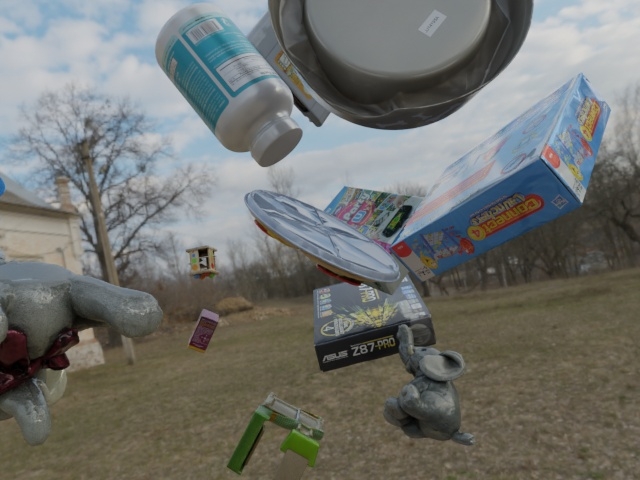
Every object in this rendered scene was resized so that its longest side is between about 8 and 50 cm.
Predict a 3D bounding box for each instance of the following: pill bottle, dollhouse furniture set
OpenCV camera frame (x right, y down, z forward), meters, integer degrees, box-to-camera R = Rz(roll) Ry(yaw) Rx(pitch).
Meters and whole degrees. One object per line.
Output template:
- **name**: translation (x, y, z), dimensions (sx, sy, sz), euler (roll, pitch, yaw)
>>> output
- **pill bottle**: translation (-0.145, -0.250, 0.803), dimensions (0.146, 0.264, 0.146), euler (-37, -9, -7)
- **dollhouse furniture set**: translation (-0.108, 0.551, 1.329), dimensions (0.197, 0.151, 0.301), euler (26, -6, 4)

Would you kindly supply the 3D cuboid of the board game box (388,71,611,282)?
- **board game box**: translation (0.297, -0.100, 0.808), dimensions (0.308, 0.086, 0.302), euler (-37, 9, 50)

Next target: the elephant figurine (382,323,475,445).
- **elephant figurine**: translation (0.248, 0.308, 1.077), dimensions (0.169, 0.186, 0.239), euler (-41, 10, 50)

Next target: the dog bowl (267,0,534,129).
- **dog bowl**: translation (0.104, -0.314, 0.678), dimensions (0.348, 0.349, 0.102), euler (-13, -14, 0)

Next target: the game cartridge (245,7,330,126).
- **game cartridge**: translation (-0.045, -0.471, 1.262), dimensions (0.297, 0.198, 0.062), euler (42, -13, -33)

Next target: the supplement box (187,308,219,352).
- **supplement box**: translation (-0.275, 0.212, 1.133), dimensions (0.043, 0.083, 0.055), euler (24, 5, -13)

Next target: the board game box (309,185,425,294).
- **board game box**: translation (0.115, -0.015, 1.220), dimensions (0.303, 0.098, 0.224), euler (16, 61, 51)

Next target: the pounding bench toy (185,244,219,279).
- **pounding bench toy**: translation (-0.252, 0.053, 1.064), dimensions (0.052, 0.065, 0.083), euler (-11, -12, 9)

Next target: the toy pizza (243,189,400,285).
- **toy pizza**: translation (0.000, 0.000, 0.560), dimensions (0.201, 0.032, 0.201), euler (26, 14, -7)

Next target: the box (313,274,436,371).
- **box**: translation (0.139, 0.219, 1.431), dimensions (0.317, 0.097, 0.395), euler (-12, 15, 3)

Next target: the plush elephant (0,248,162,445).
- **plush elephant**: translation (-0.448, 0.173, 0.710), dimensions (0.329, 0.256, 0.271), euler (18, 12, 34)

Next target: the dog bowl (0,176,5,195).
- **dog bowl**: translation (-0.838, -0.092, 1.112), dimensions (0.165, 0.297, 0.074), euler (29, -71, -41)
